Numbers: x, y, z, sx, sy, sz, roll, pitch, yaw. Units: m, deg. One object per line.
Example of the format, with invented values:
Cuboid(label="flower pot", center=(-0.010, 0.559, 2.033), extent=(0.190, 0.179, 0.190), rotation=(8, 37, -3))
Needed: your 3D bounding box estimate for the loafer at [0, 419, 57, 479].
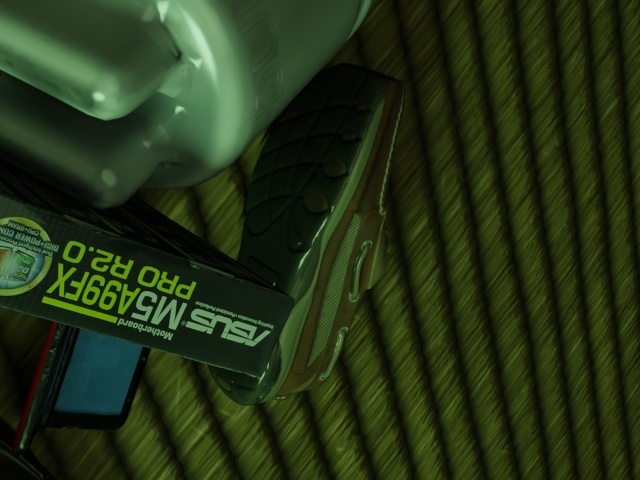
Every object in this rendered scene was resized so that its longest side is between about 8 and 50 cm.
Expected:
Cuboid(label="loafer", center=(-0.253, 0.216, 0.770), extent=(0.080, 0.078, 0.220), rotation=(-48, 127, -11))

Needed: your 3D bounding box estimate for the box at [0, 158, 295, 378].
Cuboid(label="box", center=(-0.175, -0.008, 0.624), extent=(0.216, 0.270, 0.060), rotation=(24, 93, -39))

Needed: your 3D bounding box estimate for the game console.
Cuboid(label="game console", center=(-0.188, 0.104, 0.776), extent=(0.085, 0.124, 0.143), rotation=(18, 96, -11))

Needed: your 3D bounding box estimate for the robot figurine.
Cuboid(label="robot figurine", center=(-0.084, -0.172, 0.634), extent=(0.353, 0.200, 0.299), rotation=(-54, 170, -41))

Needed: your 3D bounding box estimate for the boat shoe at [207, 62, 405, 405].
Cuboid(label="boat shoe", center=(0.000, 0.000, 0.854), extent=(0.120, 0.123, 0.323), rotation=(10, 109, -42))
